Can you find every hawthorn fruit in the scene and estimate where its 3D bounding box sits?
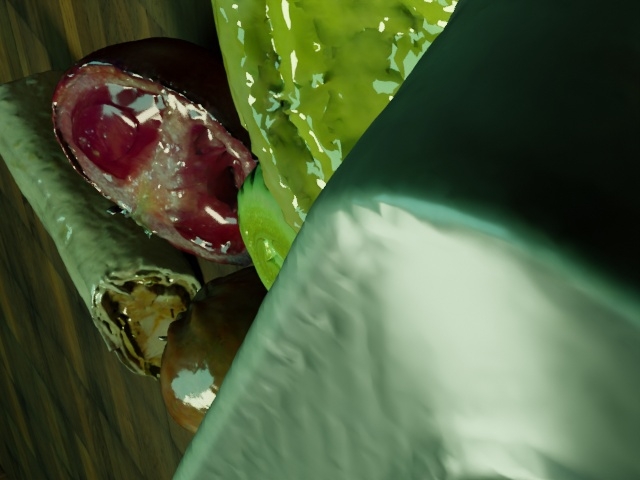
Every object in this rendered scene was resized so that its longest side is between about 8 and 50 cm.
[{"bbox_3d":[-0.033,0.094,1.240,0.189,0.149,0.149,27,180,-30],"label":"hawthorn fruit"}]

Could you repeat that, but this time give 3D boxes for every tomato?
[{"bbox_3d":[-0.093,-0.079,1.203,0.189,0.099,0.173,35,145,-5],"label":"tomato"}]

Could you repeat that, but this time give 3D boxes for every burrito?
[{"bbox_3d":[-0.207,-0.016,1.573,0.299,0.105,0.143,57,170,17],"label":"burrito"}]

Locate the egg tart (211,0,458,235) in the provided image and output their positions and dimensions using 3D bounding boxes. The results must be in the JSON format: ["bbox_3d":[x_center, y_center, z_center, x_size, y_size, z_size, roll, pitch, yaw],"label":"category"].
[{"bbox_3d":[0.099,-0.061,0.615,0.345,0.132,0.345,41,148,32],"label":"egg tart"}]

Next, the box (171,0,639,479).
[{"bbox_3d":[0.151,0.124,0.514,0.396,0.111,0.396,32,155,2],"label":"box"}]

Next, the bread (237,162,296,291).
[{"bbox_3d":[0.000,0.000,1.082,0.130,0.071,0.139,62,160,-4],"label":"bread"}]
